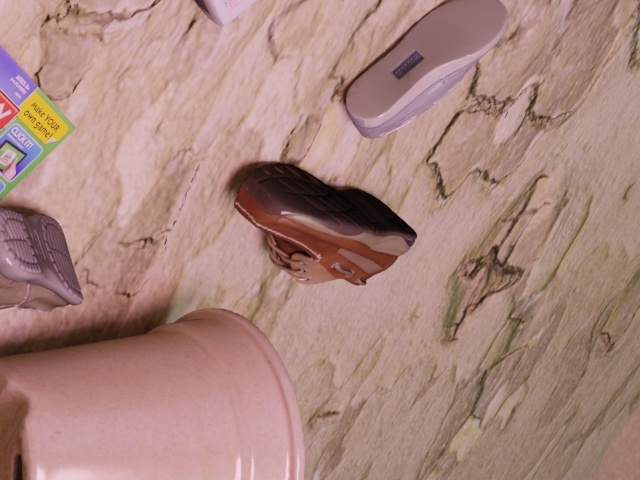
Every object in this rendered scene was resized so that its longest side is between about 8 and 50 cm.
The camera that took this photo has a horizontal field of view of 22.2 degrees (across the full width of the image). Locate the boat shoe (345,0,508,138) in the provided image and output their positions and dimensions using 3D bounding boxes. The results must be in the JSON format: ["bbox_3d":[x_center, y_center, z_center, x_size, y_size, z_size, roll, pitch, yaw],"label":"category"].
[{"bbox_3d":[0.126,-0.203,1.927,0.227,0.079,0.081,-37,158,-8],"label":"boat shoe"}]

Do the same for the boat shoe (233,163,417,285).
[{"bbox_3d":[0.000,0.000,1.953,0.120,0.122,0.324,-52,149,14],"label":"boat shoe"}]

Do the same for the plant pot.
[{"bbox_3d":[-0.238,0.237,1.773,0.305,0.334,0.333,4,124,-40],"label":"plant pot"}]

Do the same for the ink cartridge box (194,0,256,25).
[{"bbox_3d":[-0.046,-0.341,1.559,0.232,0.066,0.189,-38,149,-9],"label":"ink cartridge box"}]

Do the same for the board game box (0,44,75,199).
[{"bbox_3d":[-0.369,-0.111,1.427,0.213,0.046,0.317,-44,150,-4],"label":"board game box"}]

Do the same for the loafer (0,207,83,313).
[{"bbox_3d":[-0.306,0.023,1.608,0.087,0.094,0.251,-20,166,6],"label":"loafer"}]
